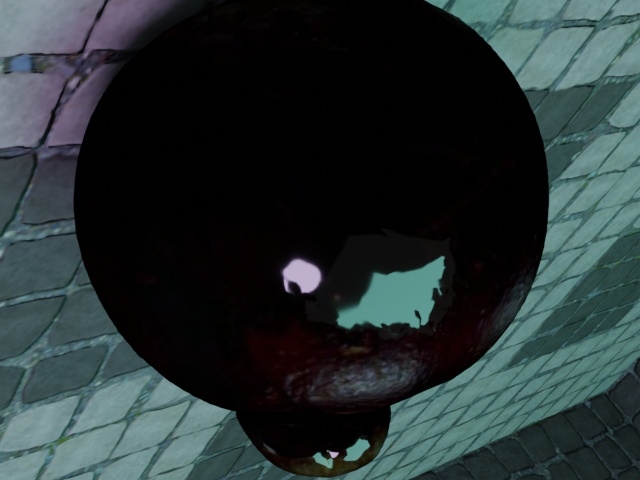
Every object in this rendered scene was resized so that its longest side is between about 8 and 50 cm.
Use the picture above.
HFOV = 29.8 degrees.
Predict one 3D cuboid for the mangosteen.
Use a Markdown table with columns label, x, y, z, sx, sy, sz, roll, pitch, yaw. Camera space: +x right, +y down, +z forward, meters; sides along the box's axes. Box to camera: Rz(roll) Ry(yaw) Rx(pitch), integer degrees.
| label | x | y | z | sx | sy | sz | roll | pitch | yaw |
| --- | --- | --- | --- | --- | --- | --- | --- | --- | --- |
| mangosteen | -0.007 | -0.003 | 0.748 | 0.297 | 0.297 | 0.313 | -3 | 101 | -52 |
